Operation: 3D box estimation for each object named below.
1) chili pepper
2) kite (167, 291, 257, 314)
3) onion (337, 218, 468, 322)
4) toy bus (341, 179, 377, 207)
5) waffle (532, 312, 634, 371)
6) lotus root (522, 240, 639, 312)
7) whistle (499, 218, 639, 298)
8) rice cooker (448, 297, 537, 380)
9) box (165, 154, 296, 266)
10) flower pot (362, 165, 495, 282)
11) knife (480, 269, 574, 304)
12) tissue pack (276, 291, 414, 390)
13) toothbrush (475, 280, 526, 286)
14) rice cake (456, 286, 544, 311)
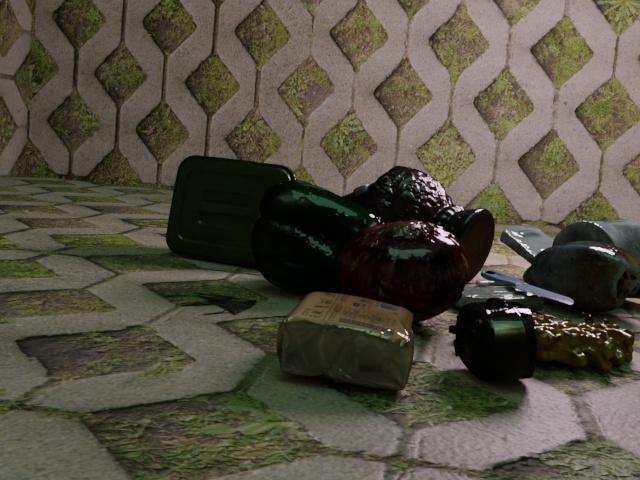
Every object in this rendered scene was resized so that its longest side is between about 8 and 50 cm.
[{"bbox_3d":[0.000,0.000,1.778,0.257,0.233,0.248,15,15,25],"label":"chili pepper"},{"bbox_3d":[-0.187,0.113,1.589,0.160,0.010,0.183,0,9,-34],"label":"kite"},{"bbox_3d":[0.154,0.059,1.562,0.246,0.190,0.246,-10,19,4],"label":"onion"},{"bbox_3d":[0.088,-0.062,2.323,0.262,0.128,0.150,-23,-6,25],"label":"toy bus"},{"bbox_3d":[0.372,0.154,1.433,0.293,0.069,0.260,7,7,28],"label":"waffle"},{"bbox_3d":[0.552,0.067,1.865,0.158,0.140,0.322,-38,21,-21],"label":"lotus root"},{"bbox_3d":[0.620,0.048,2.045,0.168,0.188,0.405,-3,0,-36],"label":"whistle"},{"bbox_3d":[0.258,0.145,1.247,0.106,0.112,0.165,-3,9,-14],"label":"rice cooker"},{"bbox_3d":[-0.194,-0.062,2.104,0.329,0.252,0.178,9,-5,25],"label":"box"},{"bbox_3d":[0.268,-0.025,2.092,0.267,0.266,0.267,23,16,32],"label":"flower pot"},{"bbox_3d":[0.432,0.098,1.802,0.045,0.019,0.313,-7,12,-25],"label":"knife"},{"bbox_3d":[0.043,0.141,1.224,0.186,0.090,0.222,8,9,6],"label":"tissue pack"},{"bbox_3d":[0.497,0.108,2.060,0.257,0.024,0.018,2,8,-13],"label":"toothbrush"},{"bbox_3d":[0.356,0.120,1.786,0.211,0.038,0.124,3,7,-18],"label":"rice cake"}]
